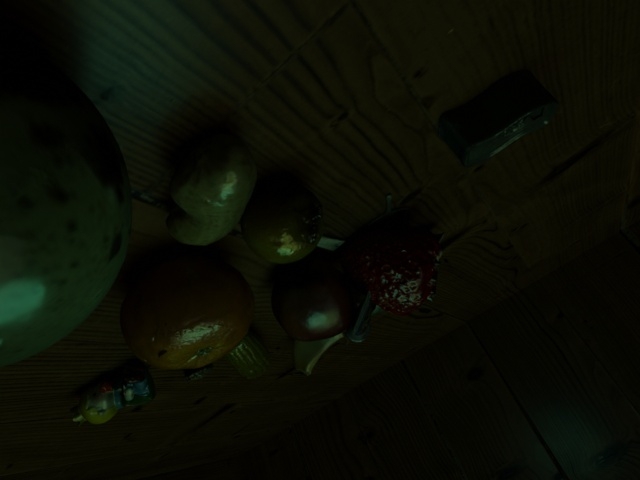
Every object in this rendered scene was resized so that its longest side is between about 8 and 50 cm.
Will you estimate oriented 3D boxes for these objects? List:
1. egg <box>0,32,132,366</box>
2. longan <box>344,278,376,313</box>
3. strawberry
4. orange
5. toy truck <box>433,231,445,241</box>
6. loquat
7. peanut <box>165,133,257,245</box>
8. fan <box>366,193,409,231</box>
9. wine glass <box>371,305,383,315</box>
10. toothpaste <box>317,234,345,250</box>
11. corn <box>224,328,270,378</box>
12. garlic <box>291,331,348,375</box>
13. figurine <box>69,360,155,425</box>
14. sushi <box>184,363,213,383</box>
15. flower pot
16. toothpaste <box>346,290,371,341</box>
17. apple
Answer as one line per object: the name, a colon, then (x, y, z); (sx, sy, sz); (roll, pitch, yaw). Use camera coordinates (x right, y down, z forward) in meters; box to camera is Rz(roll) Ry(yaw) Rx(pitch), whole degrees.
egg: (-0.388, -0.029, 0.482); (0.345, 0.344, 0.428); (-11, 161, -27)
longan: (0.096, 0.190, 1.471); (0.176, 0.145, 0.154); (10, 132, 13)
strawberry: (0.194, 0.077, 1.260); (0.277, 0.257, 0.257); (9, 152, 10)
orange: (-0.285, 0.154, 0.989); (0.284, 0.225, 0.283); (-20, 156, -9)
toy truck: (0.284, 0.074, 1.447); (0.136, 0.111, 0.285); (-40, 163, -56)
loquat: (-0.085, -0.039, 0.918); (0.205, 0.172, 0.149); (10, 148, 25)
peanut: (-0.197, -0.079, 0.793); (0.137, 0.122, 0.253); (0, 147, -25)
fan: (0.187, -0.065, 1.246); (0.132, 0.009, 0.220); (-24, 152, -7)
wine glass: (0.164, 0.231, 1.635); (0.203, 0.092, 0.093); (-4, 145, -35)
toothpaste: (0.000, 0.000, 1.180); (0.048, 0.031, 0.190); (-41, 152, 20)
corn: (-0.248, 0.363, 1.477); (0.131, 0.131, 0.344); (-24, 151, -6)
garlic: (-0.005, 0.385, 1.677); (0.146, 0.164, 0.245); (29, 116, -37)
figurine: (-0.620, 0.452, 1.327); (0.235, 0.127, 0.185); (-8, 143, -12)
sushi: (-0.418, 0.448, 1.551); (0.120, 0.055, 0.052); (-28, 146, -1)
flower pot: (0.382, -0.262, 0.979); (0.229, 0.108, 0.103); (-29, 153, 7)
toothpaste: (0.113, 0.233, 1.289); (0.299, 0.073, 0.113); (86, 28, -68)
apple: (-0.027, 0.162, 1.238); (0.234, 0.233, 0.234); (-20, 151, -12)
